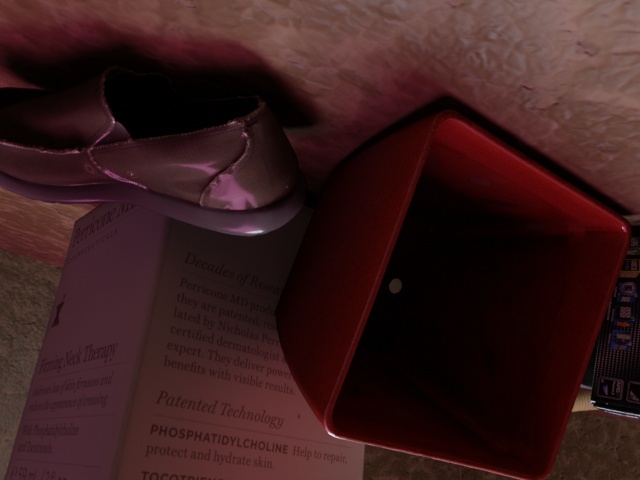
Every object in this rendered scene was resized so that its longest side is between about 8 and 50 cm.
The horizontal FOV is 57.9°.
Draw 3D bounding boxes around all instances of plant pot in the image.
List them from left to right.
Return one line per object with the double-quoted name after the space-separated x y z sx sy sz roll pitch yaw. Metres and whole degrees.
0.101 0.049 0.598 0.267 0.267 0.236 23 176 -28 "plant pot"

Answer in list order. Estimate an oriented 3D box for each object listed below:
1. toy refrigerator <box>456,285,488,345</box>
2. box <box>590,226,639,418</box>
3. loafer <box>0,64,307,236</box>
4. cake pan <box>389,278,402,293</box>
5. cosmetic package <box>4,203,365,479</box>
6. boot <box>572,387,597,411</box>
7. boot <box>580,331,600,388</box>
0.240 0.110 0.806 0.094 0.102 0.269 29 178 9 "toy refrigerator"
0.359 0.079 0.528 0.045 0.191 0.184 28 161 -38 "box"
-0.186 -0.112 0.554 0.366 0.134 0.130 10 131 13 "loafer"
0.057 0.090 1.142 0.293 0.054 0.293 14 166 4 "cake pan"
-0.157 0.162 0.762 0.327 0.394 0.329 23 151 -36 "cosmetic package"
0.556 0.276 1.251 0.211 0.104 0.295 -8 -164 -9 "boot"
0.334 0.148 0.727 0.263 0.091 0.229 -9 158 -24 "boot"
